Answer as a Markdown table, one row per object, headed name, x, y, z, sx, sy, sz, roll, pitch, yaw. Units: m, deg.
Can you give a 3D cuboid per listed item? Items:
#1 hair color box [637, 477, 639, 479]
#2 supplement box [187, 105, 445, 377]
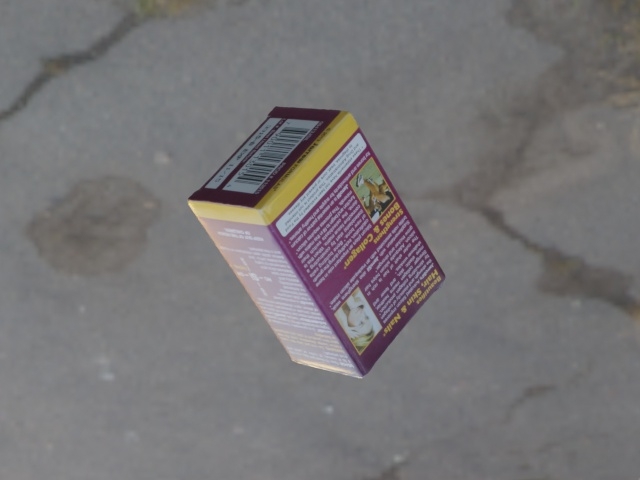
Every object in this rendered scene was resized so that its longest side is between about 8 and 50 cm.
| name | x | y | z | sx | sy | sz | roll | pitch | yaw |
| --- | --- | --- | --- | --- | --- | --- | --- | --- | --- |
| hair color box | 0.100 | 0.231 | 0.604 | 0.110 | 0.339 | 0.185 | 39 | 162 | -1 |
| supplement box | 0.000 | 0.000 | 0.594 | 0.043 | 0.055 | 0.083 | 8 | 137 | 47 |
